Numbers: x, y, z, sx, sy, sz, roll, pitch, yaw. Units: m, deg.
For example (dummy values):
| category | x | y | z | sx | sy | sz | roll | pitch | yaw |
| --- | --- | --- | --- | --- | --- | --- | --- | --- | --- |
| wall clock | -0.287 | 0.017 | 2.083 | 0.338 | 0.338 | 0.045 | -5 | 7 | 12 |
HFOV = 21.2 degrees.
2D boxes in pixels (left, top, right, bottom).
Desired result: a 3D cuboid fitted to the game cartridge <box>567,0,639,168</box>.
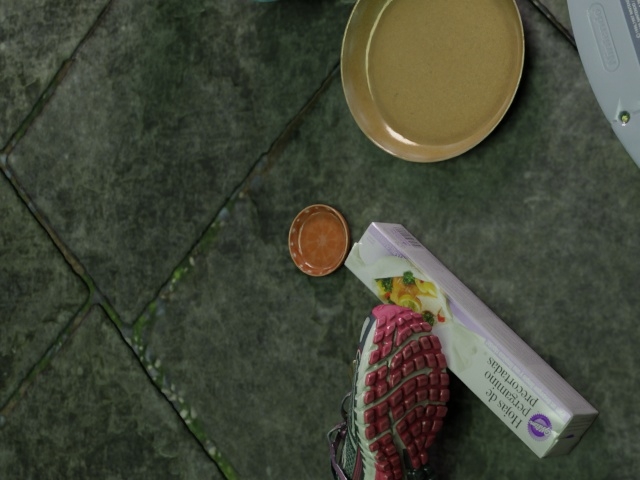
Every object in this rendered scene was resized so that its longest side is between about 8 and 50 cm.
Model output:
| category | x | y | z | sx | sy | sz | roll | pitch | yaw |
| --- | --- | --- | --- | --- | --- | --- | --- | --- | --- |
| game cartridge | 0.352 | -0.226 | 1.724 | 0.196 | 0.060 | 0.294 | -21 | 76 | 29 |

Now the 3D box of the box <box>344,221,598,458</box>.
| category | x | y | z | sx | sy | sz | roll | pitch | yaw |
| --- | --- | --- | --- | --- | --- | --- | --- | --- | --- |
| box | 0.157 | 0.102 | 1.839 | 0.324 | 0.067 | 0.063 | 44 | 113 | 27 |

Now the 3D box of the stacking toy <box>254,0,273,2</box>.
| category | x | y | z | sx | sy | sz | roll | pitch | yaw |
| --- | --- | --- | --- | --- | --- | --- | --- | --- | --- |
| stacking toy | -0.084 | -0.417 | 2.026 | 0.309 | 0.130 | 0.279 | 23 | 74 | 36 |

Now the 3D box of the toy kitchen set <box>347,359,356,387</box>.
| category | x | y | z | sx | sy | sz | roll | pitch | yaw |
| --- | --- | --- | --- | --- | --- | --- | --- | --- | --- |
| toy kitchen set | 0.076 | 0.165 | 1.896 | 0.068 | 0.083 | 0.075 | -13 | 78 | -8 |

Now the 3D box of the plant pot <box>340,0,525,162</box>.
| category | x | y | z | sx | sy | sz | roll | pitch | yaw |
| --- | --- | --- | --- | --- | --- | --- | --- | --- | --- |
| plant pot | 0.127 | -0.203 | 1.892 | 0.236 | 0.032 | 0.236 | -2 | 87 | 34 |

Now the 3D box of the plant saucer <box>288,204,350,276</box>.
| category | x | y | z | sx | sy | sz | roll | pitch | yaw |
| --- | --- | --- | --- | --- | --- | --- | --- | --- | --- |
| plant saucer | 0.000 | 0.000 | 1.984 | 0.083 | 0.013 | 0.083 | -1 | 89 | 35 |

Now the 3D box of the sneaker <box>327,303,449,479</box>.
| category | x | y | z | sx | sy | sz | roll | pitch | yaw |
| --- | --- | --- | --- | --- | --- | --- | --- | --- | --- |
| sneaker | 0.058 | 0.207 | 1.838 | 0.112 | 0.121 | 0.299 | 27 | 122 | 45 |
